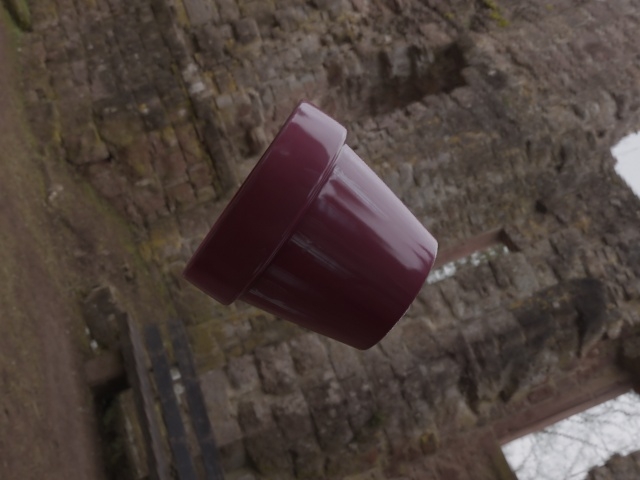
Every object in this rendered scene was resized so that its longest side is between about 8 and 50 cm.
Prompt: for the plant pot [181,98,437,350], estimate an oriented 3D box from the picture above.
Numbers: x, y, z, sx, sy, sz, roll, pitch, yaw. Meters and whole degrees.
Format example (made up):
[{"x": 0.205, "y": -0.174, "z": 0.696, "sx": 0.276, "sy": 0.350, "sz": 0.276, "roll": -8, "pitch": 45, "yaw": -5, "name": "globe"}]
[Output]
[{"x": 0.000, "y": 0.000, "z": 0.738, "sx": 0.180, "sy": 0.201, "sz": 0.201, "roll": 34, "pitch": -5, "yaw": -7, "name": "plant pot"}]
